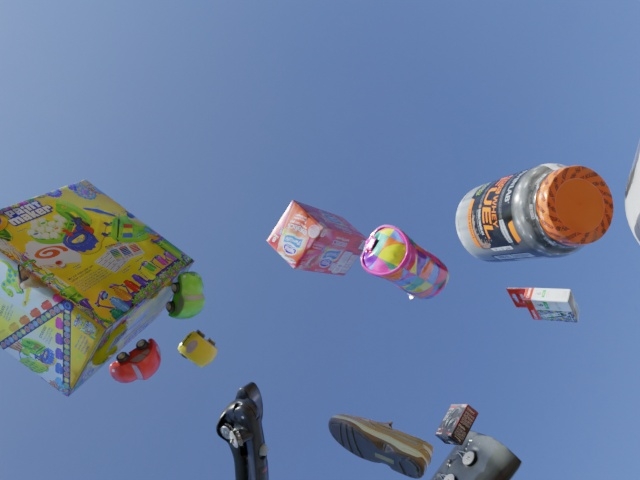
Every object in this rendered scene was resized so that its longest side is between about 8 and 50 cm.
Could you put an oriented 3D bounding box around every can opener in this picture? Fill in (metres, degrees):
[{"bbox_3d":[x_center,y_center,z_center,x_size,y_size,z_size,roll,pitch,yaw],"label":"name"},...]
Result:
[{"bbox_3d":[-0.085,0.274,0.632,0.073,0.059,0.186,-20,-70,-49],"label":"can opener"}]

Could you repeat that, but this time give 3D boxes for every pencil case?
[{"bbox_3d":[0.162,0.047,0.958,0.236,0.104,0.105,31,-107,-56],"label":"pencil case"}]

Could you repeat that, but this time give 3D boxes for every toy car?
[{"bbox_3d":[-0.274,0.172,0.993,0.239,0.053,0.225,1,-69,-49],"label":"toy car"}]

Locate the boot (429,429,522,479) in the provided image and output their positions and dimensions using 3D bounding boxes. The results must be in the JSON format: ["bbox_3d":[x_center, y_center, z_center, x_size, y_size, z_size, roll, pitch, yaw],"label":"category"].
[{"bbox_3d":[0.355,0.705,1.258,0.445,0.367,0.146,-39,-76,-15],"label":"boot"}]

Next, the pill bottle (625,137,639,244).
[{"bbox_3d":[0.364,-0.055,0.429,0.318,0.176,0.176,29,-106,-61],"label":"pill bottle"}]

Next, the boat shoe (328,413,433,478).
[{"bbox_3d":[0.107,0.350,0.899,0.072,0.190,0.068,-36,-44,-49],"label":"boat shoe"}]

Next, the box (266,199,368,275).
[{"bbox_3d":[0.000,0.000,1.312,0.128,0.122,0.257,-55,-29,13],"label":"box"}]

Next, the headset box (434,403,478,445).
[{"bbox_3d":[0.275,0.365,1.018,0.032,0.062,0.083,40,-115,-3],"label":"headset box"}]

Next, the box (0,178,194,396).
[{"bbox_3d":[-0.442,0.065,0.923,0.279,0.290,0.177,37,-65,0],"label":"box"}]

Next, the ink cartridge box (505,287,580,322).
[{"bbox_3d":[0.392,0.114,0.903,0.063,0.115,0.029,51,-126,-31],"label":"ink cartridge box"}]

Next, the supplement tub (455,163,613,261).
[{"bbox_3d":[0.481,-0.057,1.177,0.207,0.338,0.207,1,-96,-14],"label":"supplement tub"}]
